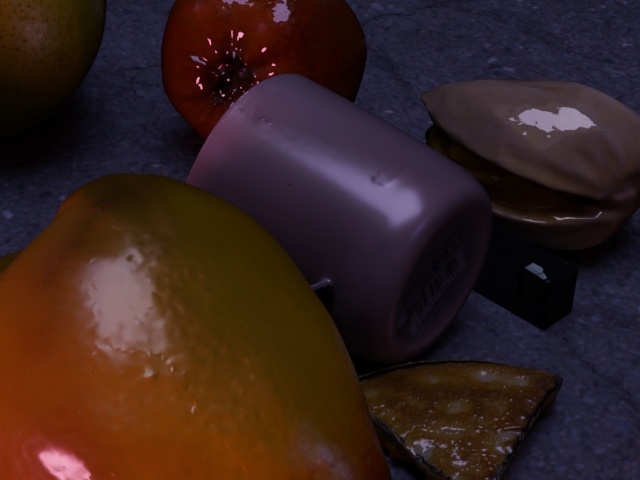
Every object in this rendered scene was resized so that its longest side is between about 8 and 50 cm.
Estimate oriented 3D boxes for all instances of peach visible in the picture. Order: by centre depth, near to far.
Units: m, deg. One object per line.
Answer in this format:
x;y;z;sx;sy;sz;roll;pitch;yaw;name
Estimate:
-0.115;0.123;1.095;0.308;0.289;0.289;54;47;0;peach

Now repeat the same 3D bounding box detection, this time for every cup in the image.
0.000;0.000;1.336;0.200;0.191;0.253;30;38;27;cup

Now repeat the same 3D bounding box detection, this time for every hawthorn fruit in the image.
-0.041;-0.178;1.603;0.196;0.196;0.225;20;24;21;hawthorn fruit

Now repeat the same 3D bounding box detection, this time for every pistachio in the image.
0.193;-0.080;1.508;0.229;0.157;0.157;17;37;20;pistachio

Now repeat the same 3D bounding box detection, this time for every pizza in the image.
0.116;0.149;1.270;0.184;0.036;0.176;-9;35;-14;pizza

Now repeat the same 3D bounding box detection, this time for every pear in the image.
-0.333;-0.237;1.550;0.294;0.294;0.294;3;35;-2;pear

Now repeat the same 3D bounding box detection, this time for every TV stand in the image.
0.114;-0.005;1.481;0.256;0.049;0.040;31;44;32;TV stand
